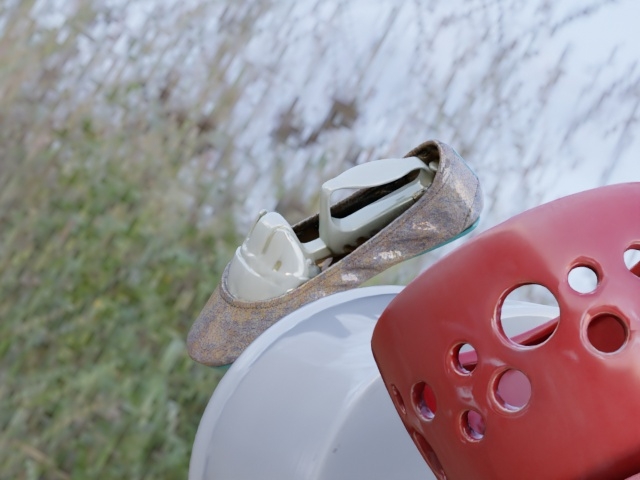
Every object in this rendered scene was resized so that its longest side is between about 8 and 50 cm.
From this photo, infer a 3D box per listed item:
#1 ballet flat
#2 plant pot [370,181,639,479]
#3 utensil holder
[{"bbox_3d":[0.000,0.000,1.700,0.107,0.316,0.106,50,-11,49],"label":"ballet flat"},{"bbox_3d":[0.142,0.090,0.964,0.191,0.191,0.174,95,-25,-65],"label":"plant pot"},{"bbox_3d":[0.095,0.195,1.305,0.327,0.327,0.385,33,-9,-10],"label":"utensil holder"}]
